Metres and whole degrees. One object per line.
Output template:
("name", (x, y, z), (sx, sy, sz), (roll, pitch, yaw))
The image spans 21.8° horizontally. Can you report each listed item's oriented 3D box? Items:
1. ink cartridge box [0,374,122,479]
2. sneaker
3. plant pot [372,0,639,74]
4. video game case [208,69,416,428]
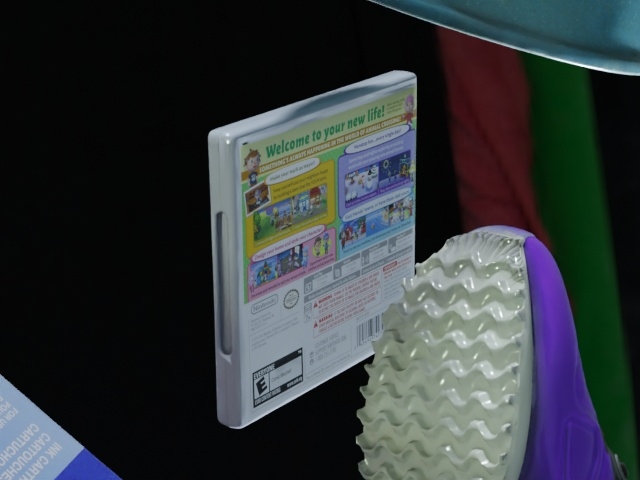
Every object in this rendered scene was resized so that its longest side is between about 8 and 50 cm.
("ink cartridge box", (-0.321, 0.202, 1.229), (0.395, 0.270, 0.151), (40, -138, 0))
("sneaker", (0.105, 0.139, 0.786), (0.146, 0.102, 0.293), (-1, -89, -38))
("plant pot", (0.108, -0.262, 0.958), (0.271, 0.271, 0.255), (-9, -59, -58))
("video game case", (0.000, 0.000, 1.106), (0.212, 0.023, 0.193), (-24, -61, -51))
